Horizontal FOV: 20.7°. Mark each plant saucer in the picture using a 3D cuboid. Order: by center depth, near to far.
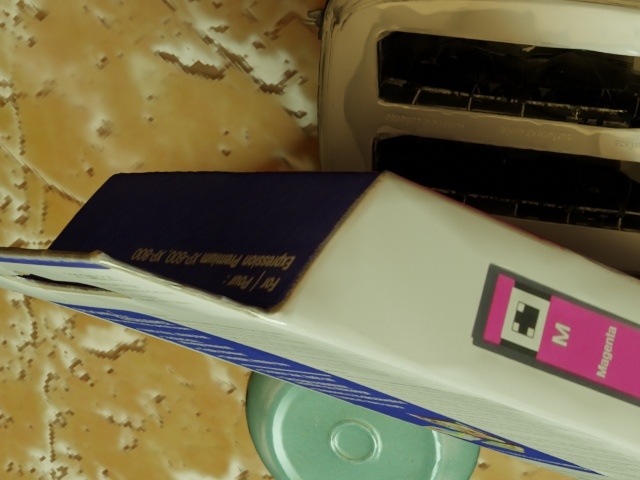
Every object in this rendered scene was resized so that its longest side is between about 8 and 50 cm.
[{"bbox_3d":[0.018,0.094,0.855,0.119,0.021,0.119,6,116,12],"label":"plant saucer"}]

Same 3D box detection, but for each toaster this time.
[{"bbox_3d":[0.089,-0.069,0.687,0.227,0.146,0.129,9,116,12],"label":"toaster"}]

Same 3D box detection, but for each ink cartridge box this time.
[{"bbox_3d":[0.041,0.035,0.644,0.371,0.176,0.069,19,81,-34],"label":"ink cartridge box"}]
